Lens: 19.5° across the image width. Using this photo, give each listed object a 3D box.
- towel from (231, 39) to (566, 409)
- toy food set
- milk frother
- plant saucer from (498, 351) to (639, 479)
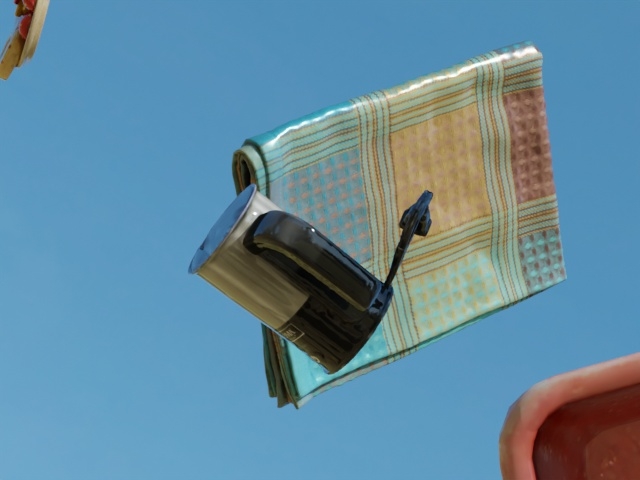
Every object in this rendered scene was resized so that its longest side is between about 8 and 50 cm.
[{"bbox_3d":[0.089,-0.021,1.816,0.040,0.370,0.271,18,-57,52],"label":"towel"},{"bbox_3d":[-0.183,-0.146,1.167,0.020,0.083,0.083,14,-42,-14],"label":"toy food set"},{"bbox_3d":[0.000,0.000,1.400,0.134,0.143,0.129,37,-40,-12],"label":"milk frother"},{"bbox_3d":[0.174,0.113,0.386,0.258,0.048,0.259,-15,-77,-9],"label":"plant saucer"}]
